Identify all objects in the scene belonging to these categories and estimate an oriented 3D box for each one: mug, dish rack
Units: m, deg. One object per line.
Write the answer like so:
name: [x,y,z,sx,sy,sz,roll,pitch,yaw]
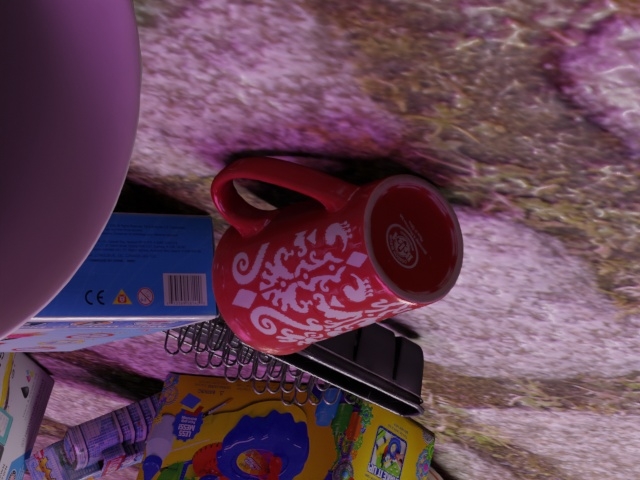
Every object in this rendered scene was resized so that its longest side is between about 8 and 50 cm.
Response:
mug: [-0.268,-0.089,0.774,0.328,0.276,0.374,4,-171,43]
dish rack: [-0.049,0.104,1.376,0.208,0.074,0.271,29,156,-34]
mug: [0.000,0.010,1.030,0.150,0.113,0.169,25,155,-31]

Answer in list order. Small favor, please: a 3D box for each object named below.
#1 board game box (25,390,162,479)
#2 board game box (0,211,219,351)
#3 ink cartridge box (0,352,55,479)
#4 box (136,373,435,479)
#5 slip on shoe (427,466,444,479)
board game box: [-0.275,0.263,1.842,0.194,0.060,0.194,-22,170,-18]
board game box: [-0.291,0.040,1.205,0.308,0.086,0.302,2,171,-34]
ink cartridge box: [-0.488,0.206,1.789,0.197,0.198,0.270,11,161,14]
box: [-0.056,0.320,1.669,0.290,0.279,0.177,0,156,35]
slip on shoe: [0.150,0.360,1.882,0.101,0.123,0.331,7,166,1]
